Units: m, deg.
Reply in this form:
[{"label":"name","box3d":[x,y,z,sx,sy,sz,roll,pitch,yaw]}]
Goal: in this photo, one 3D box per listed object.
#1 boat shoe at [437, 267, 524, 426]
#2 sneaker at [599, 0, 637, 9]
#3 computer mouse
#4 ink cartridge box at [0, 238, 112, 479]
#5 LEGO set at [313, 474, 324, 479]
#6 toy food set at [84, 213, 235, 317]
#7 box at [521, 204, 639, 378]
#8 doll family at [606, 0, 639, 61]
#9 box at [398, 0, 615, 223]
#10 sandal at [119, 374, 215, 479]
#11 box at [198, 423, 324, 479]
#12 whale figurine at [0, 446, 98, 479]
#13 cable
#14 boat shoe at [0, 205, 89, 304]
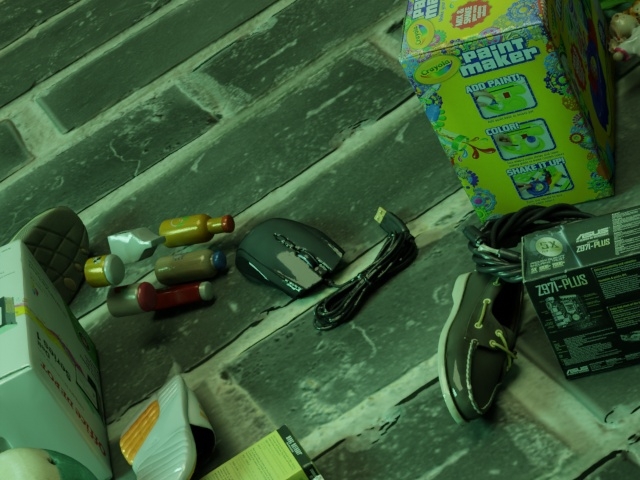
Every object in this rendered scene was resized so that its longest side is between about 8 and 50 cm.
[{"label":"boat shoe","box3d":[0.177,0.106,1.632,0.068,0.081,0.228,-17,32,24]},{"label":"sneaker","box3d":[0.382,-0.381,2.099,0.295,0.123,0.109,-13,36,25]},{"label":"computer mouse","box3d":[0.000,0.000,1.922,0.184,0.060,0.262,-39,35,-14]},{"label":"ink cartridge box","box3d":[-0.356,0.163,1.830,0.117,0.201,0.278,-26,33,3]},{"label":"LEGO set","box3d":[-0.071,0.316,1.518,0.227,0.093,0.087,-32,34,-6]},{"label":"toy food set","box3d":[-0.198,0.032,1.960,0.104,0.111,0.232,-10,6,25]},{"label":"box","box3d":[0.314,0.049,1.551,0.180,0.147,0.077,-16,36,19]},{"label":"doll family","box3d":[0.480,-0.295,1.946,0.263,0.118,0.163,-47,48,-8]},{"label":"box","box3d":[0.235,-0.229,1.836,0.177,0.279,0.290,-12,43,23]},{"label":"sandal","box3d":[-0.163,0.241,1.699,0.102,0.076,0.265,-44,19,5]},{"label":"box","box3d":[-0.108,0.295,1.607,0.232,0.058,0.087,-33,33,-8]},{"label":"whale figurine","box3d":[-0.305,0.351,1.586,0.216,0.141,0.272,38,112,55]},{"label":"cable","box3d":[0.257,0.002,1.689,0.184,0.047,0.150,-4,21,-13]},{"label":"boat shoe","box3d":[-0.452,0.082,2.075,0.130,0.132,0.355,0,42,36]}]
